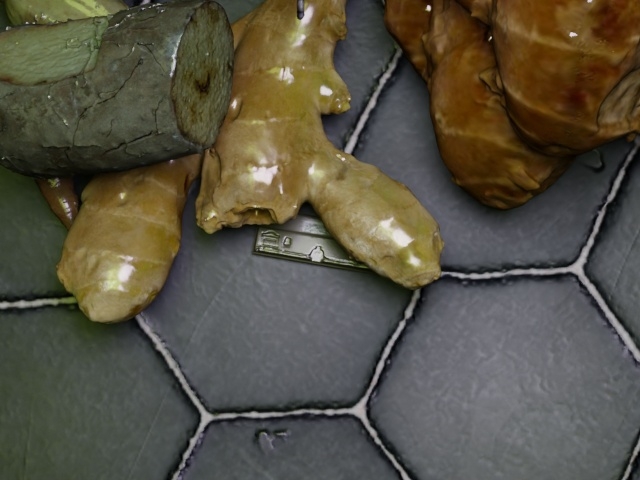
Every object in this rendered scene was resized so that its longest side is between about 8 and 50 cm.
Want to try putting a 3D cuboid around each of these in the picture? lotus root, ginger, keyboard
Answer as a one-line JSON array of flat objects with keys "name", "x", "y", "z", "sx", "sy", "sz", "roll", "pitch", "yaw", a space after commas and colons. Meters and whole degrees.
[{"name": "lotus root", "x": -0.251, "y": -0.220, "z": 1.479, "sx": 0.183, "sy": 0.077, "sz": 0.090, "roll": 31, "pitch": 75, "yaw": 4}, {"name": "ginger", "x": 0.187, "y": -0.195, "z": 1.335, "sx": 0.152, "sy": 0.357, "sz": 0.274, "roll": -21, "pitch": 79, "yaw": -28}, {"name": "ginger", "x": -0.081, "y": -0.099, "z": 1.442, "sx": 0.363, "sy": 0.122, "sz": 0.348, "roll": -11, "pitch": 70, "yaw": 10}, {"name": "keyboard", "x": 0.000, "y": 0.000, "z": 1.465, "sx": 0.129, "sy": 0.015, "sz": 0.049, "roll": 9, "pitch": 75, "yaw": 4}]

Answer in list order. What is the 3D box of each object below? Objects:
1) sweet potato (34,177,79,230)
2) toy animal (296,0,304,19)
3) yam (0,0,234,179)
[{"name": "sweet potato", "x": -0.274, "y": -0.106, "z": 1.470, "sx": 0.068, "sy": 0.068, "sz": 0.226, "roll": -29, "pitch": 89, "yaw": -4}, {"name": "toy animal", "x": -0.104, "y": -0.373, "z": 1.382, "sx": 0.225, "sy": 0.302, "sz": 0.284, "roll": 7, "pitch": 107, "yaw": 1}, {"name": "yam", "x": -0.199, "y": -0.134, "z": 1.360, "sx": 0.254, "sy": 0.154, "sz": 0.154, "roll": -4, "pitch": 79, "yaw": 26}]
